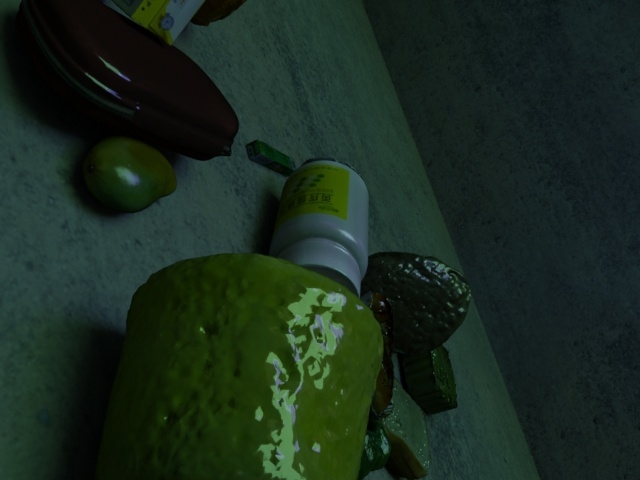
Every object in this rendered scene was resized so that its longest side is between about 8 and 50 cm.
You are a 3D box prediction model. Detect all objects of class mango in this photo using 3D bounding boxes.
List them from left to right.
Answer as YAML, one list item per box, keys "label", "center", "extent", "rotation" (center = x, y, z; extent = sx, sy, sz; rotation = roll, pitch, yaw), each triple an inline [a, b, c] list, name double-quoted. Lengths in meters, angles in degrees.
- label: "mango"
  center: [-0.300, -0.106, 0.941]
  extent: [0.122, 0.085, 0.191]
  rotation: [49, 15, -7]

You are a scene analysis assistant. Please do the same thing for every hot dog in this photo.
- label: "hot dog"
  center: [0.118, 0.245, 1.283]
  extent: [0.162, 0.081, 0.271]
  rotation: [-43, 125, -65]

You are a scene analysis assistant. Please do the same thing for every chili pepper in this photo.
- label: "chili pepper"
  center: [0.059, 0.412, 1.191]
  extent: [0.270, 0.099, 0.136]
  rotation: [19, 39, -57]

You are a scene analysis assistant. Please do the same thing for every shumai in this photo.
- label: "shumai"
  center: [0.222, 0.154, 1.669]
  extent: [0.329, 0.292, 0.288]
  rotation: [25, 8, -4]

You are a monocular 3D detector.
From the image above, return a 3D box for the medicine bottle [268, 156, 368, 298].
- label: "medicine bottle"
  center: [0.000, 0.000, 1.321]
  extent: [0.213, 0.213, 0.379]
  rotation: [52, 25, -30]

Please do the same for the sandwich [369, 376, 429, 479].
- label: "sandwich"
  center: [0.179, 0.431, 1.457]
  extent: [0.251, 0.087, 0.226]
  rotation: [53, 27, -29]

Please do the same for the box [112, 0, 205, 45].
- label: "box"
  center: [-0.310, -0.482, 1.048]
  extent: [0.265, 0.168, 0.097]
  rotation: [43, 7, 28]

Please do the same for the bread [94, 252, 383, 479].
- label: "bread"
  center: [-0.091, 0.214, 0.753]
  extent: [0.348, 0.348, 0.308]
  rotation: [45, 35, -40]

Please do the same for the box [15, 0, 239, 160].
- label: "box"
  center: [-0.302, -0.267, 0.996]
  extent: [0.263, 0.108, 0.404]
  rotation: [55, 17, 22]

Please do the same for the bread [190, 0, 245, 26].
- label: "bread"
  center: [-0.236, -0.668, 1.300]
  extent: [0.204, 0.336, 0.358]
  rotation: [15, 80, -50]

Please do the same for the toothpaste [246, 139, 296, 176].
- label: "toothpaste"
  center: [-0.118, -0.203, 1.495]
  extent: [0.178, 0.037, 0.043]
  rotation: [18, 55, -61]

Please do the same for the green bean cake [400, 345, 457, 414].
- label: "green bean cake"
  center: [0.324, 0.391, 1.787]
  extent: [0.200, 0.113, 0.214]
  rotation: [51, 27, -38]
